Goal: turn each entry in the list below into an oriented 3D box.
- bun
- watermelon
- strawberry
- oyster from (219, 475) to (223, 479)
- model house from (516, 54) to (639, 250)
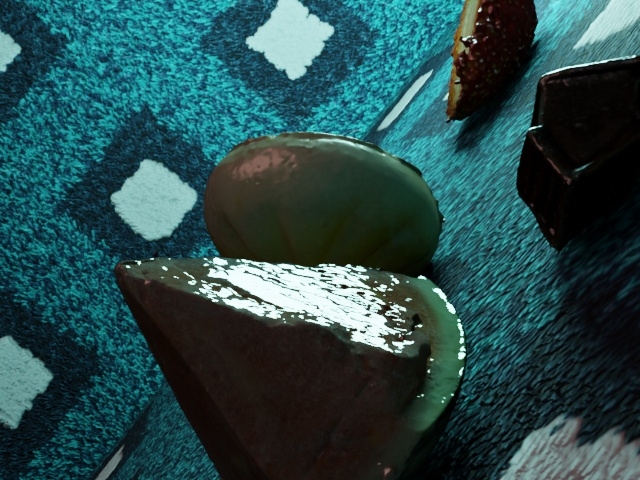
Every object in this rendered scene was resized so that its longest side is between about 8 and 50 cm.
[{"bbox_3d":[0.000,0.000,1.137,0.299,0.298,0.165,144,137,-62],"label":"bun"},{"bbox_3d":[-0.038,0.150,0.772,0.283,0.292,0.251,-108,28,-80],"label":"watermelon"},{"bbox_3d":[0.287,-0.314,1.552,0.233,0.137,0.307,93,-173,-71],"label":"strawberry"},{"bbox_3d":[-0.019,0.185,1.009,0.199,0.087,0.252,-19,45,31],"label":"oyster"},{"bbox_3d":[0.221,-0.057,0.788,0.165,0.106,0.152,81,-157,-51],"label":"model house"}]
